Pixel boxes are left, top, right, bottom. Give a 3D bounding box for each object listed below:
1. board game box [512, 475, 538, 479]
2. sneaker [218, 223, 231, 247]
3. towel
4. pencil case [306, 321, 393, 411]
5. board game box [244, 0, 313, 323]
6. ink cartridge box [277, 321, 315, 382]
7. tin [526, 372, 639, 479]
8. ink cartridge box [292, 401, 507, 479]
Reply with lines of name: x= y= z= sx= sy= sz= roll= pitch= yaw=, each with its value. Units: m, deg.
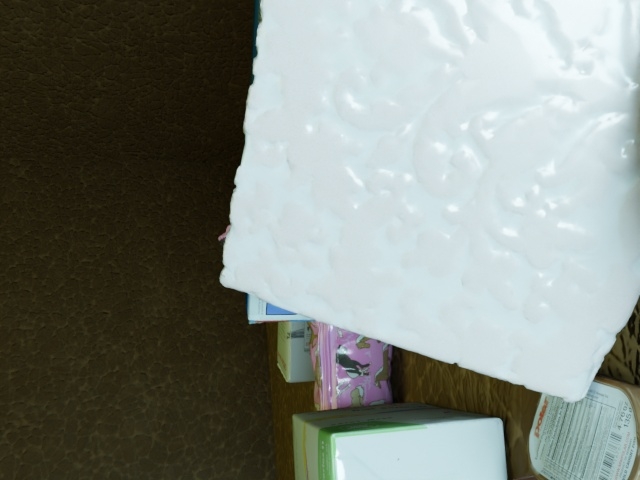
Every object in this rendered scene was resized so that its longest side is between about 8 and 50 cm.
board game box: x=0.240 y=0.257 z=0.563 sx=0.281 sy=0.027 sz=0.145 roll=114 pitch=155 yaw=-64
sneaker: x=-0.147 y=0.008 z=1.208 sx=0.119 sy=0.047 sz=0.057 roll=136 pitch=117 yaw=-69
towel: x=0.099 y=-0.064 z=0.495 sx=0.053 sy=0.317 sz=0.331 roll=-62 pitch=-12 yaw=-62
pencil case: x=0.053 y=0.293 z=1.176 sx=0.167 sy=0.160 sz=0.385 roll=144 pitch=126 yaw=-77
board game box: x=0.087 y=-0.077 z=0.626 sx=0.086 sy=0.302 sz=0.308 roll=-110 pitch=23 yaw=-61
ink cartridge box: x=-0.041 y=0.197 z=1.755 sx=0.207 sy=0.117 sz=0.282 roll=-157 pitch=68 yaw=-78
tin: x=0.218 y=0.158 z=0.549 sx=0.190 sy=0.040 sz=0.106 roll=142 pitch=150 yaw=-84
ink cartridge box: x=0.077 y=0.286 z=0.917 sx=0.353 sy=0.207 sz=0.119 roll=139 pitch=128 yaw=-75
